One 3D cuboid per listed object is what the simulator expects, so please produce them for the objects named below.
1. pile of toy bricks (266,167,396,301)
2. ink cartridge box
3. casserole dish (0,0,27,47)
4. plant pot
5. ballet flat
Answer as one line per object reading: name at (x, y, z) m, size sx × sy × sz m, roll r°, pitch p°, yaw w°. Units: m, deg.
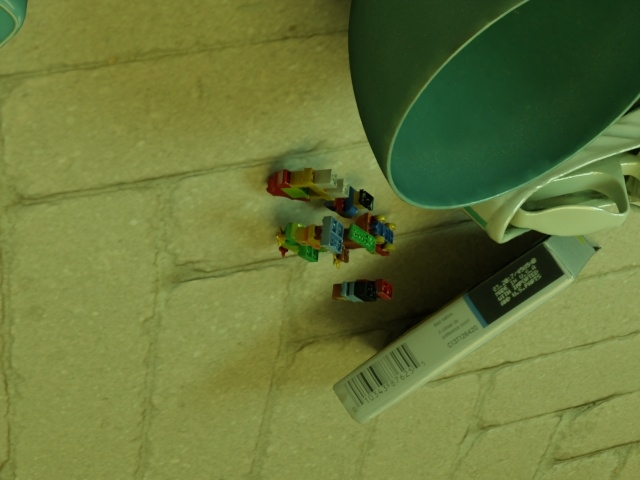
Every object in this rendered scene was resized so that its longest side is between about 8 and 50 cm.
pile of toy bricks at (0.000, 0.000, 1.526) m, size 0.105 × 0.118 × 0.212 m, roll -2°, pitch 163°, yaw 25°
ink cartridge box at (0.187, 0.089, 1.718) m, size 0.303 × 0.072 × 0.307 m, roll -38°, pitch 177°, yaw 17°
casserole dish at (-0.315, -0.192, 1.135) m, size 0.114 × 0.037 × 0.188 m, roll -36°, pitch 144°, yaw 16°
plant pot at (0.139, -0.194, 1.248) m, size 0.290 × 0.195 × 0.290 m, roll -24°, pitch 152°, yaw -14°
ballet flat at (0.337, -0.071, 1.595) m, size 0.400 × 0.139 × 0.139 m, roll -12°, pitch 143°, yaw -17°
